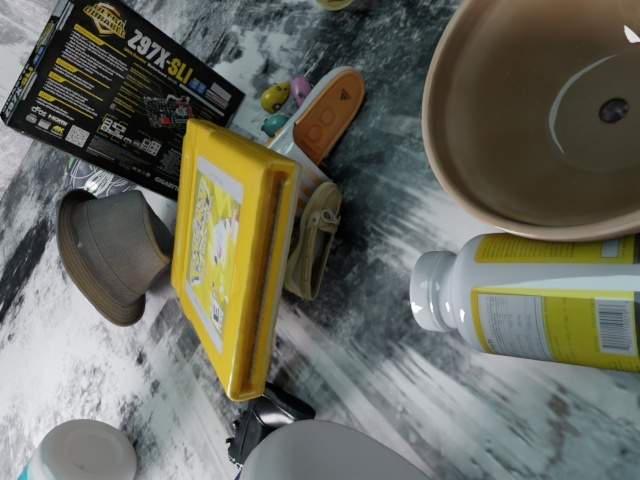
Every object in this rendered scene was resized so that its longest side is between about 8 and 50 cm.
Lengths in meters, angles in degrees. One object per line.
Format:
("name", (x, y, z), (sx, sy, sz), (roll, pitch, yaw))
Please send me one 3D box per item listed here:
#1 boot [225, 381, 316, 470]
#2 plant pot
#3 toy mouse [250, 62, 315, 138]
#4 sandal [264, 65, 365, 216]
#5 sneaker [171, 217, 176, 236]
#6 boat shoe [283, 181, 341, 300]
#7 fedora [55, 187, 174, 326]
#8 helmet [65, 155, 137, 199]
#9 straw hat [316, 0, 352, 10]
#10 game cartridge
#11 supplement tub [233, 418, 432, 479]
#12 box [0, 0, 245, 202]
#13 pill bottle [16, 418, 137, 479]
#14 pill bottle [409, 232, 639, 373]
("boot", (-0.062, 0.229, 0.518), (0.121, 0.045, 0.099), (7, 73, 51))
("plant pot", (0.204, -0.112, 0.326), (0.237, 0.110, 0.237), (-12, 74, 48))
("toy mouse", (-0.058, -0.223, 0.730), (0.161, 0.031, 0.143), (-41, 49, 20))
("sandal", (-0.015, -0.119, 0.595), (0.265, 0.102, 0.076), (-56, 43, 5))
("sneaker", (-0.230, -0.018, 0.789), (0.069, 0.038, 0.098), (-40, 58, 19))
("boat shoe", (-0.001, 0.000, 0.564), (0.048, 0.056, 0.152), (21, 87, 36))
("fedora", (-0.331, 0.004, 0.767), (0.124, 0.243, 0.275), (-27, 28, -5))
("helmet", (-0.487, -0.170, 0.999), (0.169, 0.169, 0.161), (-38, 33, 23))
("straw hat", (0.051, -0.433, 0.709), (0.145, 0.061, 0.144), (-2, 87, 41))
("game cartridge", (-0.140, -0.001, 0.590), (0.324, 0.053, 0.285), (34, 118, 51))
("supplement tub", (-0.027, 0.324, 0.312), (0.228, 0.228, 0.316), (39, 98, 45))
("box", (-0.326, -0.240, 0.773), (0.079, 0.322, 0.257), (30, 93, 44))
("pill bottle", (-0.409, 0.421, 0.668), (0.146, 0.146, 0.264), (40, 100, 44))
("pill bottle", (0.172, 0.043, 0.352), (0.184, 0.103, 0.103), (-2, 70, 41))
